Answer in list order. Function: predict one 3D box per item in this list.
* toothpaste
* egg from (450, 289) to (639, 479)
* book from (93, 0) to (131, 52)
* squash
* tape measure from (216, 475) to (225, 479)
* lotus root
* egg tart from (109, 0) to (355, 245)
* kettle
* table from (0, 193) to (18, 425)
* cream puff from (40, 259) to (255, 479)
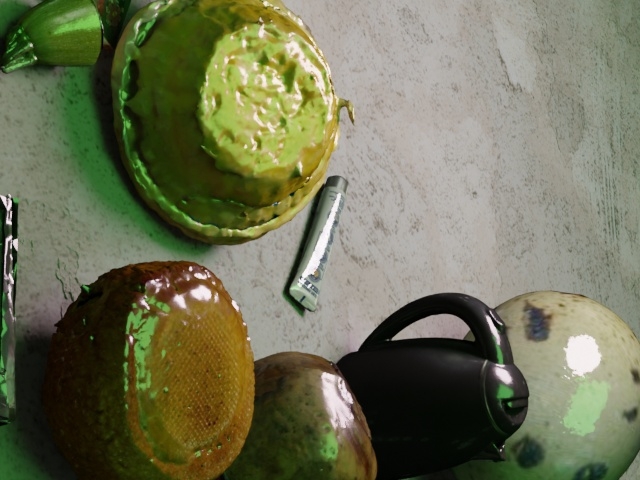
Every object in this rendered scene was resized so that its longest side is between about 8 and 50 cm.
[{"bbox_3d":[0.000,0.000,2.319,0.062,0.039,0.239,42,48,-33],"label":"toothpaste"},{"bbox_3d":[0.372,0.276,2.475,0.345,0.345,0.428,59,37,-23],"label":"egg"},{"bbox_3d":[-0.327,-0.436,1.971,0.322,0.018,0.228,55,38,-47],"label":"book"},{"bbox_3d":[-0.356,-0.258,1.881,0.132,0.105,0.105,-20,95,-37],"label":"squash"},{"bbox_3d":[-0.121,0.368,1.987,0.118,0.074,0.125,46,39,-28],"label":"tape measure"},{"bbox_3d":[-0.021,0.275,2.011,0.272,0.192,0.272,55,4,-5],"label":"lotus root"},{"bbox_3d":[-0.108,-0.186,2.056,0.388,0.169,0.388,0,90,-36],"label":"egg tart"},{"bbox_3d":[0.174,0.218,2.268,0.207,0.290,0.268,-1,78,-54],"label":"kettle"},{"bbox_3d":[-0.488,0.067,1.346,0.272,0.335,0.222,19,63,-50],"label":"table"},{"bbox_3d":[-0.218,0.173,1.804,0.303,0.212,0.303,7,81,-56],"label":"cream puff"}]
